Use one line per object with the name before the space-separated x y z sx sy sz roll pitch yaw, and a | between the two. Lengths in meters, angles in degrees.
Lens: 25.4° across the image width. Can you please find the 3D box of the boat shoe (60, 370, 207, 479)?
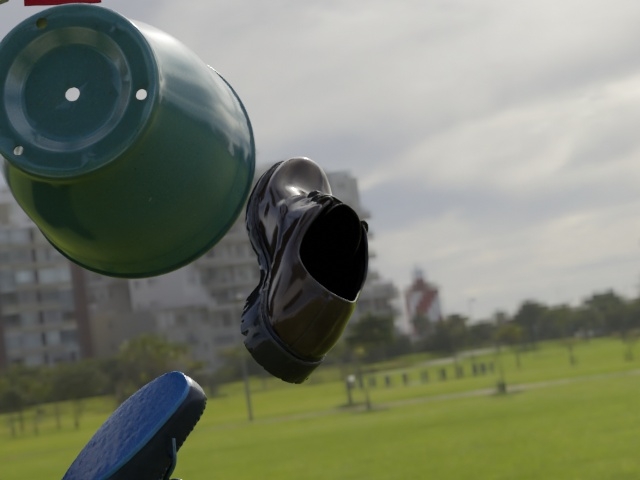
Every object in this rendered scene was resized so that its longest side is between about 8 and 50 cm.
boat shoe | -0.191 0.238 1.349 0.089 0.258 0.109 39 7 -25

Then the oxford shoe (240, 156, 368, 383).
oxford shoe | 0.000 0.000 1.030 0.082 0.227 0.096 29 -61 -23

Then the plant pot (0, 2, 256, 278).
plant pot | -0.227 -0.119 1.488 0.271 0.272 0.255 -8 -15 8

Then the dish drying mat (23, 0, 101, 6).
dish drying mat | -0.281 -0.272 1.545 0.083 0.032 0.008 -3 -9 -10

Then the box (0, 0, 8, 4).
box | -0.463 -0.339 1.739 0.162 0.029 0.116 34 21 -1
